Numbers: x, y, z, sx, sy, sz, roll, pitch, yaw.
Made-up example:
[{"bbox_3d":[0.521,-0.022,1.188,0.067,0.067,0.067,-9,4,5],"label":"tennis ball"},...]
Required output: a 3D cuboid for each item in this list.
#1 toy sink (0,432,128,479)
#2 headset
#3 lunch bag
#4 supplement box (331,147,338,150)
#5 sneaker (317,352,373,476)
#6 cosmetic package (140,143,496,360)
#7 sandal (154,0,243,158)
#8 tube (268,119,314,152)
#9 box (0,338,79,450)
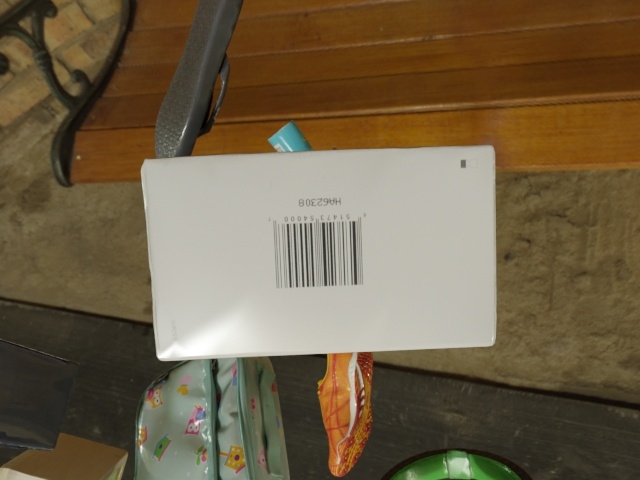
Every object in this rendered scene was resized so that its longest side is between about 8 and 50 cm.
[{"bbox_3d":[-0.382,0.421,0.701,0.131,0.153,0.234,16,84,0],"label":"toy sink"},{"bbox_3d":[0.167,0.385,0.657,0.243,0.394,0.185,-8,101,20],"label":"headset"},{"bbox_3d":[-0.152,0.282,0.692,0.224,0.108,0.279,-36,46,20],"label":"lunch bag"},{"bbox_3d":[0.069,-0.005,0.719,0.130,0.239,0.073,-46,22,22],"label":"supplement box"},{"bbox_3d":[0.028,0.212,0.645,0.067,0.064,0.175,4,87,37],"label":"sneaker"},{"bbox_3d":[0.000,0.000,0.425,0.224,0.225,0.138,-2,97,0],"label":"cosmetic package"},{"bbox_3d":[-0.136,-0.195,0.602,0.097,0.054,0.254,43,113,46],"label":"sandal"},{"bbox_3d":[-0.004,-0.102,0.835,0.052,0.080,0.207,-35,105,12],"label":"tube"},{"bbox_3d":[-0.363,0.147,0.489,0.158,0.156,0.093,-9,60,24],"label":"box"}]
